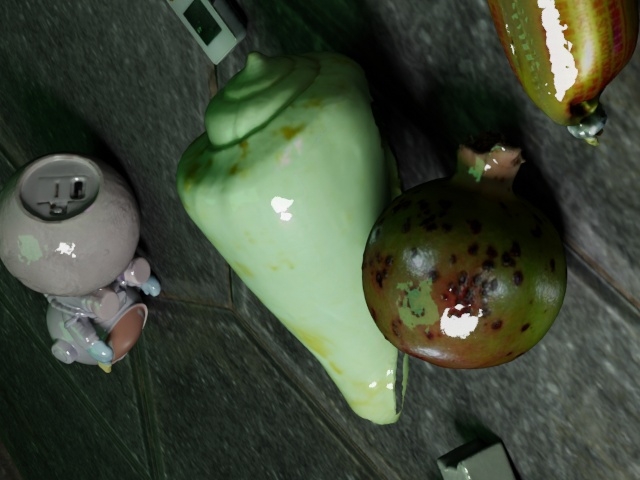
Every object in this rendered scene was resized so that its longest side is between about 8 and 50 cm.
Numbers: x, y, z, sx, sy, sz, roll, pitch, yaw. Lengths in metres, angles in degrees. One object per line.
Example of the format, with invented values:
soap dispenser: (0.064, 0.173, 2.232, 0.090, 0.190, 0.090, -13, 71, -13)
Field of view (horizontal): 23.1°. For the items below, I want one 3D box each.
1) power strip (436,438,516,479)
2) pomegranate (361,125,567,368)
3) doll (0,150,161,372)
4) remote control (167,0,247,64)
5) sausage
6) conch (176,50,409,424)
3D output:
power strip: (0.138, 0.215, 1.137, 0.216, 0.061, 0.145, -10, 104, 66)
pomegranate: (0.079, 0.011, 0.893, 0.130, 0.130, 0.130, 46, 155, 28)
doll: (-0.242, 0.033, 1.584, 0.151, 0.151, 0.287, 46, 158, 28)
remote control: (-0.108, -0.207, 1.122, 0.166, 0.029, 0.065, 54, 157, -3)
sausage: (0.081, -0.202, 0.672, 0.082, 0.082, 0.371, 26, 143, 53)
conch: (0.006, -0.017, 0.992, 0.250, 0.137, 0.143, 52, -179, -41)
